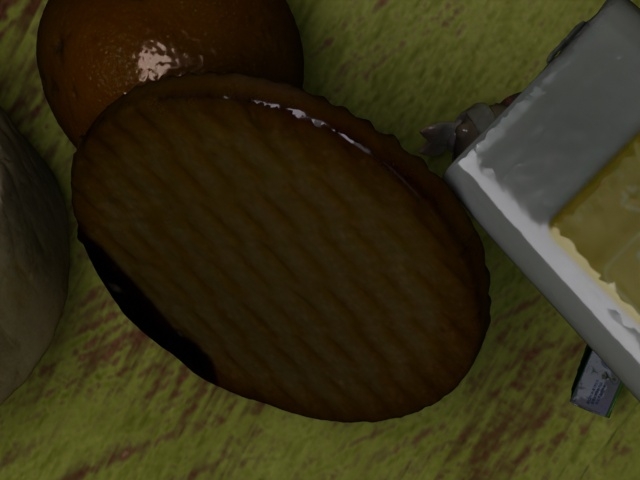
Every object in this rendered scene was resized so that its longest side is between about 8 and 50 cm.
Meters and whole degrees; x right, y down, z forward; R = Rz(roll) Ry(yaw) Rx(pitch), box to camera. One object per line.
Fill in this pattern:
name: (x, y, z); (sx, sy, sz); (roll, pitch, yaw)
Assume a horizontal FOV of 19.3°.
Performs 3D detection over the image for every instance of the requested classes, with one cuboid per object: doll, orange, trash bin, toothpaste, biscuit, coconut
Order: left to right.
coconut: (-0.333, 0.013, 1.423); (0.328, 0.329, 0.329); (2, 102, 8)
orange: (-0.113, -0.133, 1.395); (0.206, 0.206, 0.206); (2, 102, 8)
biscuit: (-0.031, 0.009, 1.317); (0.318, 0.040, 0.318); (16, 139, 15)
doll: (0.140, -0.079, 1.436); (0.127, 0.073, 0.084); (14, 71, 1)
toothpaste: (0.242, 0.048, 1.456); (0.037, 0.043, 0.178); (21, 104, 1)
trash bin: (0.276, 0.025, 1.303); (0.367, 0.296, 0.256); (44, 97, 8)
